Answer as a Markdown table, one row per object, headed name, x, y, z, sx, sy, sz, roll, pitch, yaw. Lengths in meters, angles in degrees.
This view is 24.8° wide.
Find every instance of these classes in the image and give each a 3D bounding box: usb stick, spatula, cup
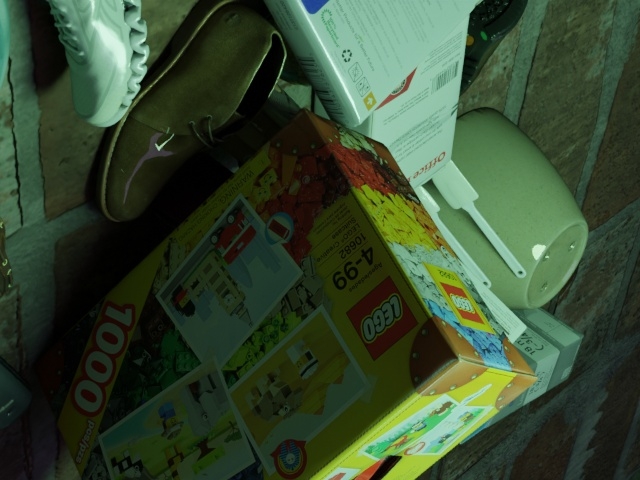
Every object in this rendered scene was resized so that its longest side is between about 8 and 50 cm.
| name | x | y | z | sx | sy | sz | roll | pitch | yaw |
| --- | --- | --- | --- | --- | --- | --- | --- | --- | --- |
| usb stick | -0.413 | 0.146 | 1.682 | 0.077 | 0.045 | 0.278 | -49 | 151 | -13 |
| spatula | 0.195 | -0.005 | 2.248 | 0.168 | 0.242 | 0.019 | -30 | -156 | 23 |
| cup | 0.295 | -0.019 | 2.383 | 0.331 | 0.237 | 0.331 | -37 | 146 | -31 |

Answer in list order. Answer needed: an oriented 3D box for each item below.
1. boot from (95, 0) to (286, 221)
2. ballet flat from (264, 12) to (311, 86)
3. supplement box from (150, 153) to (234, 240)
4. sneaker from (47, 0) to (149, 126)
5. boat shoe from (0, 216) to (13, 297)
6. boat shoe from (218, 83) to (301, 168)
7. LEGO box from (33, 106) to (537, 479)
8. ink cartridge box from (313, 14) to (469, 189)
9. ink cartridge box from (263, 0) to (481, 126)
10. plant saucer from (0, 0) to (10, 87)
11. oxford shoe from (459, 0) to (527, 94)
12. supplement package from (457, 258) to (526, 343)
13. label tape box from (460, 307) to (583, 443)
| name | x | y | z | sx | sy | sz | roll | pitch | yaw |
| --- | --- | --- | --- | --- | --- | --- | --- | --- | --- |
| boot | -0.155 | -0.140 | 1.709 | 0.305 | 0.115 | 0.112 | -57 | 153 | 5 |
| ballet flat | 0.062 | -0.319 | 1.848 | 0.348 | 0.123 | 0.123 | -45 | 150 | -19 |
| supplement box | -0.141 | -0.006 | 1.899 | 0.104 | 0.081 | 0.188 | -43 | 149 | -21 |
| sneaker | -0.242 | -0.252 | 1.485 | 0.118 | 0.110 | 0.292 | -17 | 126 | -38 |
| boat shoe | -0.375 | -0.002 | 1.565 | 0.073 | 0.073 | 0.207 | -40 | 155 | -30 |
| boat shoe | -0.055 | -0.117 | 1.881 | 0.116 | 0.123 | 0.324 | -43 | 155 | 2 |
| LEGO box | -0.059 | 0.156 | 1.719 | 0.500 | 0.372 | 0.193 | -43 | 149 | 20 |
| ink cartridge box | 0.094 | -0.189 | 2.028 | 0.197 | 0.114 | 0.272 | -36 | 146 | -32 |
| ink cartridge box | 0.058 | -0.348 | 1.727 | 0.307 | 0.072 | 0.303 | -48 | 122 | -27 |
| plant saucer | -0.414 | -0.153 | 1.378 | 0.317 | 0.044 | 0.317 | -38 | 147 | -30 |
| oxford shoe | 0.229 | -0.302 | 2.176 | 0.227 | 0.083 | 0.096 | -52 | 174 | -11 |
| supplement package | 0.128 | 0.170 | 2.180 | 0.262 | 0.198 | 0.199 | -45 | 180 | -18 |
| label tape box | 0.271 | 0.195 | 2.560 | 0.334 | 0.241 | 0.106 | -22 | 138 | -45 |
